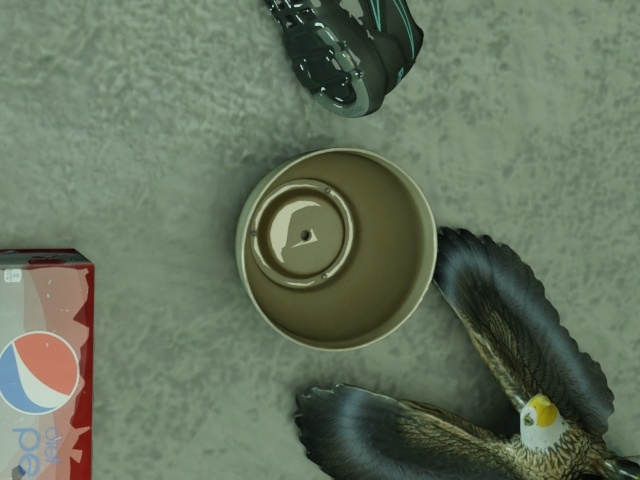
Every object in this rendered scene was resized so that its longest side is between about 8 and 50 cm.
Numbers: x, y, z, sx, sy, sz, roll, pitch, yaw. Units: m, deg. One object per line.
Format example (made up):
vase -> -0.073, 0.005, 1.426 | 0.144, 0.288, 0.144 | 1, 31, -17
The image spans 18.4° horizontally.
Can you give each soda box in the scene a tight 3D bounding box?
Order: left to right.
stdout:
soda box -> -0.228, 0.140, 1.555 | 0.092, 0.083, 0.263 | 0, 98, -17

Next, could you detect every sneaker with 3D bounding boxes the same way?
sneaker -> -0.009, -0.231, 1.584 | 0.106, 0.101, 0.267 | -39, 108, -32

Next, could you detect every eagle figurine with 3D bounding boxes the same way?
eagle figurine -> 0.163, 0.157, 1.646 | 0.226, 0.298, 0.225 | -30, 147, -45

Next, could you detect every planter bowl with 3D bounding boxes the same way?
planter bowl -> 0.000, 0.000, 1.596 | 0.162, 0.109, 0.162 | -3, 99, -18

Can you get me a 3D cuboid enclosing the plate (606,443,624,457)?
plate -> 0.212, 0.264, 1.747 | 0.188, 0.024, 0.188 | -2, 97, -17
